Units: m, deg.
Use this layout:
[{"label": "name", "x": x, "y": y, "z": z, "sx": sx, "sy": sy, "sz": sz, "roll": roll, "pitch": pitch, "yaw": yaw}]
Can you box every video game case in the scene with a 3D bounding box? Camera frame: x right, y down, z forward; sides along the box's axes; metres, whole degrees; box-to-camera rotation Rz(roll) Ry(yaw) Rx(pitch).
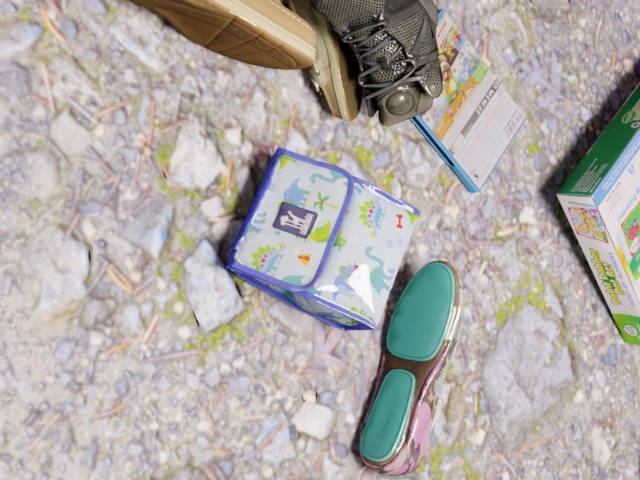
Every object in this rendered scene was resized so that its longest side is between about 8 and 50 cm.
[{"label": "video game case", "x": 0.149, "y": -0.150, "z": 1.186, "sx": 0.166, "sy": 0.015, "sz": 0.119, "roll": 47, "pitch": 63, "yaw": -25}]

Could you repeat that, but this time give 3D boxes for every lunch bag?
[{"label": "lunch bag", "x": 0.000, "y": 0.000, "z": 1.028, "sx": 0.151, "sy": 0.096, "sz": 0.128, "roll": 27, "pitch": 74, "yaw": -17}]

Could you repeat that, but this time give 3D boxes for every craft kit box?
[{"label": "craft kit box", "x": 0.406, "y": -0.043, "z": 1.320, "sx": 0.250, "sy": 0.061, "sz": 0.246, "roll": -48, "pitch": 121, "yaw": -27}]

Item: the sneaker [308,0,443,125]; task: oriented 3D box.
[{"label": "sneaker", "x": 0.059, "y": -0.186, "z": 1.028, "sx": 0.227, "sy": 0.087, "sz": 0.130, "roll": 16, "pitch": 62, "yaw": -66}]

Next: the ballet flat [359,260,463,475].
[{"label": "ballet flat", "x": 0.101, "y": 0.131, "z": 1.110, "sx": 0.079, "sy": 0.077, "sz": 0.221, "roll": 29, "pitch": 75, "yaw": -51}]

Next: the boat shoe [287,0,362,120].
[{"label": "boat shoe", "x": 0.002, "y": -0.189, "z": 1.068, "sx": 0.056, "sy": 0.048, "sz": 0.153, "roll": -45, "pitch": 122, "yaw": -57}]

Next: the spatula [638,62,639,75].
[{"label": "spatula", "x": 0.391, "y": -0.148, "z": 1.352, "sx": 0.296, "sy": 0.030, "sz": 0.084, "roll": -50, "pitch": 118, "yaw": -26}]

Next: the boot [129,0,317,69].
[{"label": "boot", "x": -0.090, "y": -0.285, "z": 0.974, "sx": 0.262, "sy": 0.095, "sz": 0.203, "roll": 25, "pitch": 72, "yaw": -28}]
